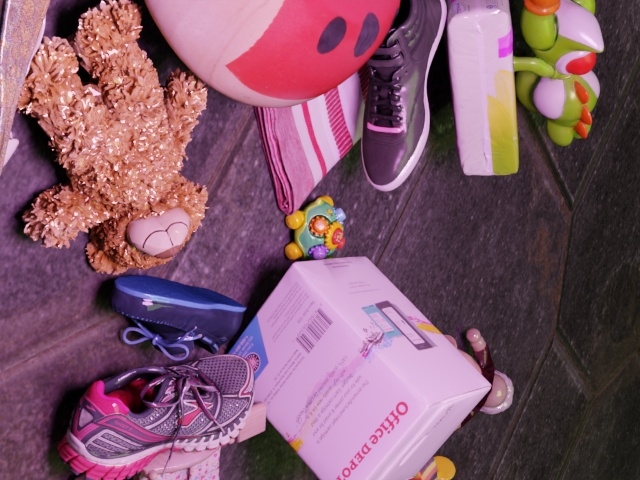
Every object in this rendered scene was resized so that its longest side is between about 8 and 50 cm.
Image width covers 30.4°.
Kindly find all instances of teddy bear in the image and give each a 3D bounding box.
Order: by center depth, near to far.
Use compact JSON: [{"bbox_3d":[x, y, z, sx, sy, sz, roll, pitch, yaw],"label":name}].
[{"bbox_3d":[-0.213,-0.095,1.259,0.245,0.113,0.338,-33,132,-43],"label":"teddy bear"}]

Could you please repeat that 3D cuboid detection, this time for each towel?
[{"bbox_3d":[0.026,-0.220,1.645,0.329,0.037,0.237,-49,143,-33],"label":"towel"}]

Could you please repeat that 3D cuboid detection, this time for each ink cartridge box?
[{"bbox_3d":[0.049,0.186,1.617,0.198,0.270,0.197,-53,156,23],"label":"ink cartridge box"}]

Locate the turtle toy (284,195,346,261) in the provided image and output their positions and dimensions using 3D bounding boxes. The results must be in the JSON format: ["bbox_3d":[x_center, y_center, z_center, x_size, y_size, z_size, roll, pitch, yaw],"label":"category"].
[{"bbox_3d":[0.000,0.000,1.691,0.095,0.066,0.130,-31,131,-48],"label":"turtle toy"}]

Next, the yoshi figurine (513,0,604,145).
[{"bbox_3d":[0.397,-0.338,2.064,0.203,0.203,0.362,-73,157,-45],"label":"yoshi figurine"}]

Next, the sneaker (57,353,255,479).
[{"bbox_3d":[-0.178,0.198,1.439,0.299,0.121,0.112,-20,139,-53],"label":"sneaker"}]

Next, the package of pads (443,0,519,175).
[{"bbox_3d":[0.243,-0.280,1.813,0.229,0.101,0.296,-87,170,-49],"label":"package of pads"}]

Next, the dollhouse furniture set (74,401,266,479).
[{"bbox_3d":[-0.169,0.418,1.487,0.355,0.174,0.303,-21,124,-40],"label":"dollhouse furniture set"}]

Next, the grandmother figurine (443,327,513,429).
[{"bbox_3d":[0.282,0.277,2.264,0.342,0.104,0.208,24,94,-57],"label":"grandmother figurine"}]

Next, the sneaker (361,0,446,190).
[{"bbox_3d":[0.088,-0.220,1.620,0.147,0.104,0.296,11,92,-61],"label":"sneaker"}]

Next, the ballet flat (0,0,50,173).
[{"bbox_3d":[-0.316,-0.137,1.076,0.123,0.123,0.348,10,97,-59],"label":"ballet flat"}]

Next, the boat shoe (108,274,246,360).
[{"bbox_3d":[-0.170,0.104,1.441,0.258,0.109,0.089,20,95,-58],"label":"boat shoe"}]

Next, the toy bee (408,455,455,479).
[{"bbox_3d":[0.196,0.485,2.177,0.195,0.162,0.298,-57,147,-26],"label":"toy bee"}]

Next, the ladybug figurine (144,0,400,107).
[{"bbox_3d":[-0.033,-0.305,1.324,0.449,0.162,0.305,-8,95,-62],"label":"ladybug figurine"}]
